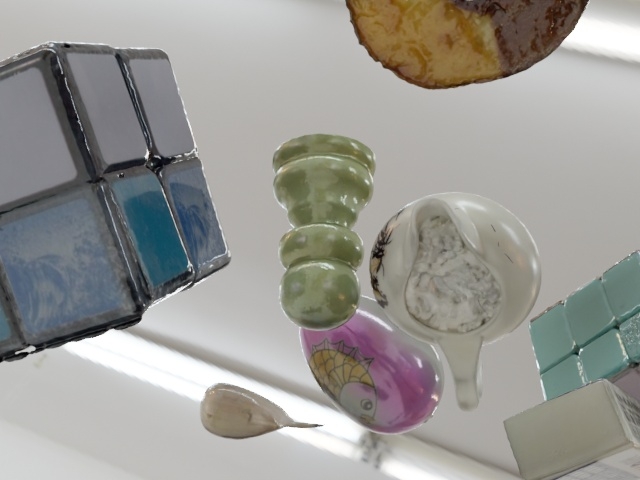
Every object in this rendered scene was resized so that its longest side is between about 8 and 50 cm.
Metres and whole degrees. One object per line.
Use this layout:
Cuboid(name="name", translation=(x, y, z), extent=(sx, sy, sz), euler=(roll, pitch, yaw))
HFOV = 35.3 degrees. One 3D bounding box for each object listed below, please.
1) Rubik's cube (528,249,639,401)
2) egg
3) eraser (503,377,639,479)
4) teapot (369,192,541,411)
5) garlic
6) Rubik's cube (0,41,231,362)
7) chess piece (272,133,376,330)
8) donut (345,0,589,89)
Cuboid(name="Rubik's cube", translation=(0.486, 0.196, 1.551), extent=(0.224, 0.231, 0.221), euler=(-38, -64, 24))
Cuboid(name="egg", translation=(0.082, 0.201, 1.682), extent=(0.271, 0.196, 0.196), euler=(40, -29, 28))
Cuboid(name="eraser", translation=(0.316, 0.233, 1.151), extent=(0.124, 0.081, 0.279), euler=(-28, -28, 19))
Cuboid(name="teapot", translation=(0.169, 0.062, 1.237), extent=(0.208, 0.166, 0.300), euler=(-13, -71, 7))
Cuboid(name="garlic", translation=(-0.131, 0.339, 1.950), extent=(0.266, 0.148, 0.129), euler=(14, -58, 36))
Cuboid(name="Rubik's cube", translation=(-0.330, -0.047, 1.235), extent=(0.316, 0.313, 0.319), euler=(-15, -85, 17))
Cuboid(name="chess piece", translation=(0.000, 0.000, 1.339), extent=(0.144, 0.251, 0.144), euler=(2, -27, 1))
Cuboid(name="donut", translation=(0.130, -0.217, 0.890), extent=(0.217, 0.085, 0.141), euler=(-13, -48, 2))
